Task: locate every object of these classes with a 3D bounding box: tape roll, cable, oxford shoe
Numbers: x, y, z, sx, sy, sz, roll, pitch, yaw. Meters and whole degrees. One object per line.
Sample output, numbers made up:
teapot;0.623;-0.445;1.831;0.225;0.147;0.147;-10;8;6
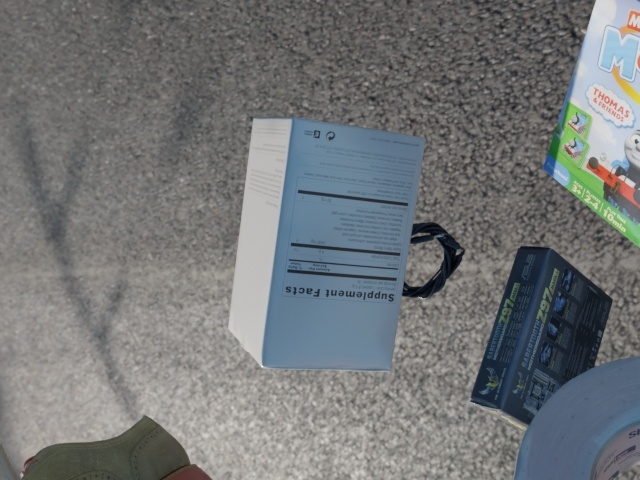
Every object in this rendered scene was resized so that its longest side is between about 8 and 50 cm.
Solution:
tape roll;0.246;0.189;0.518;0.219;0.219;0.072;22;151;35
cable;0.217;0.049;1.656;0.150;0.047;0.184;33;114;-13
oxford shoe;-0.268;0.275;0.716;0.130;0.348;0.123;47;122;21

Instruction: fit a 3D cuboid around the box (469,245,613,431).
box;0.313;0.149;1.050;0.183;0.233;0.059;31;162;-36

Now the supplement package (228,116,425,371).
supplement package;0.000;0.000;0.960;0.177;0.175;0.293;-155;72;-68

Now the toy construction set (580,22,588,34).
toy construction set;0.428;-0.405;1.143;0.309;0.257;0.237;54;125;31

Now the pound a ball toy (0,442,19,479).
pound a ball toy;-0.284;0.144;0.442;0.319;0.208;0.136;38;142;39

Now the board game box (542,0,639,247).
board game box;0.288;-0.103;0.667;0.160;0.039;0.212;49;152;35
